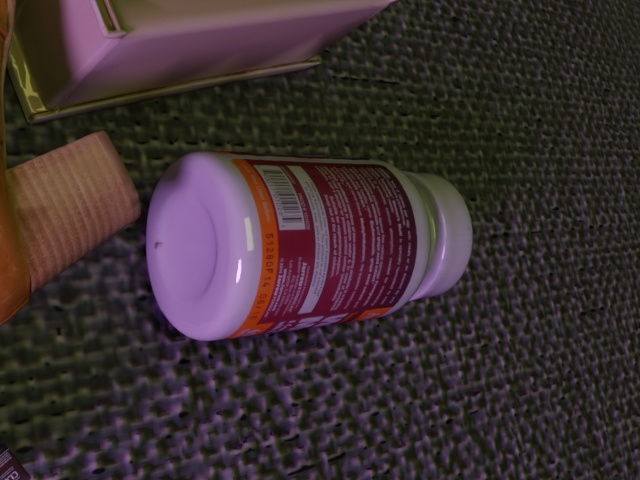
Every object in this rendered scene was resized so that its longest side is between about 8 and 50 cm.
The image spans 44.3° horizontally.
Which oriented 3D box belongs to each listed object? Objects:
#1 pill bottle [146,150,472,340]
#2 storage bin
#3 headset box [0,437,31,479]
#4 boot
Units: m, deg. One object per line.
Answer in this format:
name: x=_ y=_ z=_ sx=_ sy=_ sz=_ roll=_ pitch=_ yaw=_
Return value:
pill bottle: x=0.000 y=0.000 z=0.558 sx=0.221 sy=0.121 sz=0.121 roll=-2 pitch=79 yaw=-40
storage bin: x=-0.106 y=-0.245 z=0.542 sx=0.262 sy=0.123 sz=0.260 roll=-22 pitch=92 yaw=-41
headset box: x=-0.191 y=0.108 z=0.406 sx=0.032 sy=0.062 sz=0.083 roll=-40 pitch=104 yaw=-40
boot: x=-0.248 y=-0.078 z=0.392 sx=0.211 sy=0.104 sz=0.295 roll=-32 pitch=90 yaw=-31
